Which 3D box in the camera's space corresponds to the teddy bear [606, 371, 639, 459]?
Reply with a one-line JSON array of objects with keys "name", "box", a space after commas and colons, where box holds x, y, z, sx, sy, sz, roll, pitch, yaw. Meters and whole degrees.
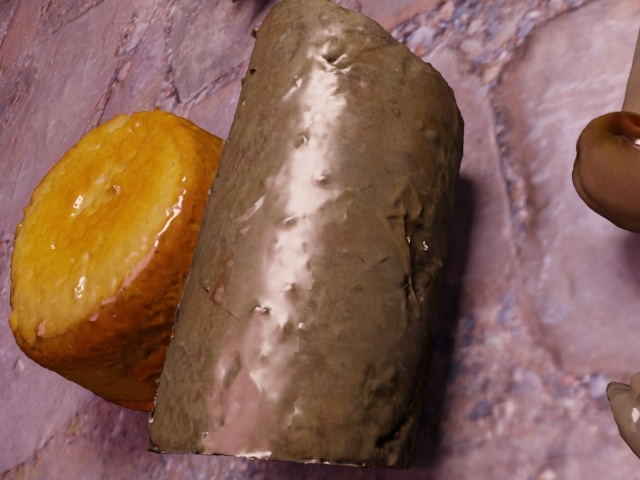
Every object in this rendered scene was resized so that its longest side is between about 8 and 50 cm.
[{"name": "teddy bear", "box": [0.278, 0.027, 0.225, 0.368, 0.225, 0.357, -35, 45, 43]}]

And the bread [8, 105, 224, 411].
[{"name": "bread", "box": [-0.143, 0.010, 0.631, 0.269, 0.146, 0.268, -21, 50, 28]}]

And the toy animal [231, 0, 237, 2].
[{"name": "toy animal", "box": [-0.066, -0.338, 0.773, 0.255, 0.239, 0.176, -42, -14, -52]}]

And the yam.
[{"name": "yam", "box": [0.000, 0.000, 0.487, 0.168, 0.168, 0.304, -6, 61, 40]}]

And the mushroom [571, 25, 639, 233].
[{"name": "mushroom", "box": [0.229, -0.145, 0.424, 0.159, 0.122, 0.328, 140, 154, -75]}]
